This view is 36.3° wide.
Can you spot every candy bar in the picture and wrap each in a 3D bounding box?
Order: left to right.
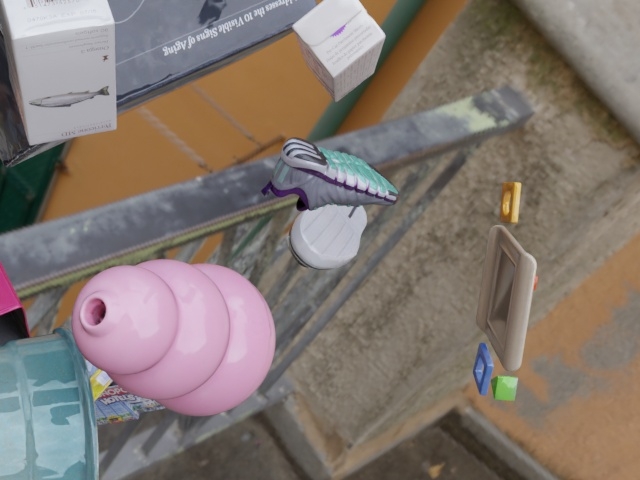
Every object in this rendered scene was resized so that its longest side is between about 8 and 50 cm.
[{"bbox_3d":[-0.381,0.251,1.626,0.040,0.018,0.161,42,69,-3],"label":"candy bar"}]

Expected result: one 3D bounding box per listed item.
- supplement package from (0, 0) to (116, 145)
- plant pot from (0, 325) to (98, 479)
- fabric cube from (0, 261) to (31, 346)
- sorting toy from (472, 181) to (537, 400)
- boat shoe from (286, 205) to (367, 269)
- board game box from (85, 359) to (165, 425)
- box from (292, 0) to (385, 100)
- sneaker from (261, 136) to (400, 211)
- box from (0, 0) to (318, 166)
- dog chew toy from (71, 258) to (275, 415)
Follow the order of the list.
[{"bbox_3d":[-0.283,-0.203,1.056,0.105,0.179,0.105,-14,63,-18],"label":"supplement package"},{"bbox_3d":[-0.518,0.296,1.365,0.334,0.341,0.341,0,55,-28],"label":"plant pot"},{"bbox_3d":[-0.697,0.104,1.764,0.254,0.259,0.258,-24,74,-22],"label":"fabric cube"},{"bbox_3d":[0.294,0.083,1.497,0.047,0.348,0.196,4,14,-6],"label":"sorting toy"},{"bbox_3d":[0.000,0.000,1.793,0.121,0.119,0.335,53,20,0],"label":"boat shoe"},{"bbox_3d":[-0.387,0.261,1.822,0.194,0.194,0.060,57,29,-42],"label":"board game box"},{"bbox_3d":[0.020,-0.201,1.042,0.063,0.067,0.324,51,5,-2],"label":"box"},{"bbox_3d":[0.016,-0.081,1.482,0.223,0.098,0.083,19,28,-34],"label":"sneaker"},{"bbox_3d":[-0.334,-0.432,1.442,0.479,0.297,0.472,-30,99,-29],"label":"box"},{"bbox_3d":[-0.194,0.117,1.251,0.207,0.206,0.332,60,14,22],"label":"dog chew toy"}]
